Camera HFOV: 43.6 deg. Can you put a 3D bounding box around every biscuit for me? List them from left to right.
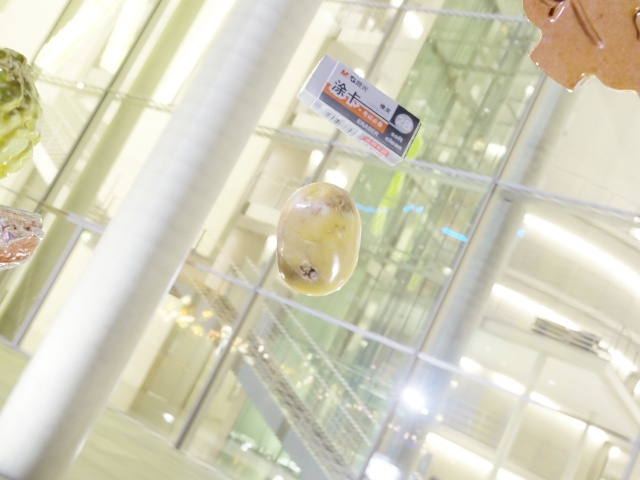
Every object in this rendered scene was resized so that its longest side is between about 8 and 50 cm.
[{"bbox_3d":[0.336,-0.288,0.808,0.284,0.306,0.043,45,21,14],"label":"biscuit"}]

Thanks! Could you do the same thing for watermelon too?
[{"bbox_3d":[-0.573,-0.024,1.520,0.098,0.121,0.158,-2,-21,-30],"label":"watermelon"}]

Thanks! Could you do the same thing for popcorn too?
[{"bbox_3d":[-0.584,-0.212,1.293,0.258,0.270,0.224,9,-46,-22],"label":"popcorn"}]

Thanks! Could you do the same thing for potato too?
[{"bbox_3d":[0.000,0.000,1.506,0.150,0.146,0.233,34,-46,32],"label":"potato"}]

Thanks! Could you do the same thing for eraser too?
[{"bbox_3d":[0.040,-0.129,0.797,0.122,0.052,0.029,34,-24,-12],"label":"eraser"}]
